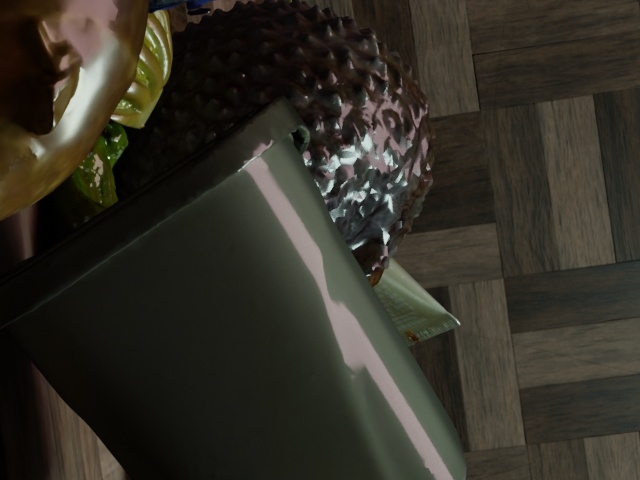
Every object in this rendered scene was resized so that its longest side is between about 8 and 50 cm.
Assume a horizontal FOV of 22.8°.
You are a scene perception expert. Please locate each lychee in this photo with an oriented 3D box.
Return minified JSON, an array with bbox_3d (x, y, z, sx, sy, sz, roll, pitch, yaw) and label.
[{"bbox_3d":[-0.048,-0.059,1.348,0.300,0.300,0.300,-8,90,-84],"label":"lychee"}]

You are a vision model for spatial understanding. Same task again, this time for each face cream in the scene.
[{"bbox_3d":[0.000,0.000,1.770,0.341,0.137,0.084,45,48,-16],"label":"face cream"}]

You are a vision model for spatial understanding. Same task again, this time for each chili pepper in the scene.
[{"bbox_3d":[-0.158,-0.003,1.117,0.072,0.073,0.204,48,19,-48],"label":"chili pepper"}]

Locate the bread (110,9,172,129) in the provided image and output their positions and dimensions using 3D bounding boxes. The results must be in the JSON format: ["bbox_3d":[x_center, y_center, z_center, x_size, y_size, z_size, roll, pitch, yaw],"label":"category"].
[{"bbox_3d":[-0.150,-0.142,1.189,0.094,0.083,0.157,-64,-167,4],"label":"bread"}]

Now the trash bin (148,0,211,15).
[{"bbox_3d":[-0.151,-0.248,1.131,0.234,0.184,0.162,-115,-165,-70],"label":"trash bin"}]

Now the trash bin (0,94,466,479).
[{"bbox_3d":[-0.047,0.071,0.963,0.250,0.220,0.219,56,7,-9],"label":"trash bin"}]

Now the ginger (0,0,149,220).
[{"bbox_3d":[-0.170,-0.205,0.762,0.254,0.176,0.418,25,52,-76],"label":"ginger"}]

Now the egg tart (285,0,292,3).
[{"bbox_3d":[-0.114,-0.453,1.741,0.351,0.153,0.339,64,18,-71],"label":"egg tart"}]
